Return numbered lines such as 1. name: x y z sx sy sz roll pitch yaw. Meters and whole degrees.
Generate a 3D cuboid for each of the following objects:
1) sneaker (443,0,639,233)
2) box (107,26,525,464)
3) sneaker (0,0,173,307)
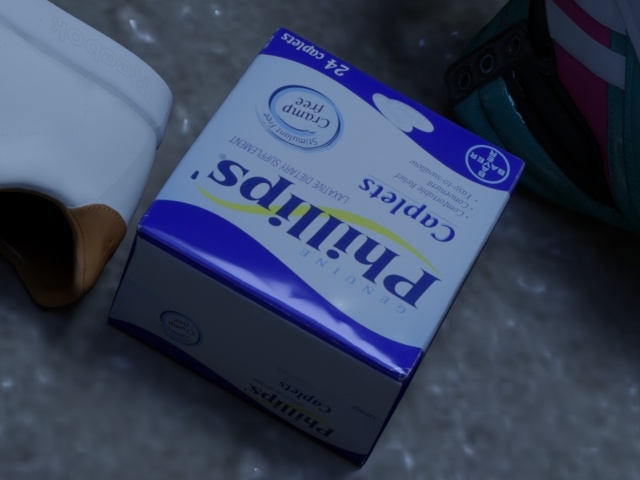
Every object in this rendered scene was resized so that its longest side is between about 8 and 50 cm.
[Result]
1. sneaker: 0.123 -0.132 0.889 0.123 0.178 0.296 -20 94 -30
2. box: 0.000 0.000 0.821 0.126 0.072 0.137 29 52 3
3. sneaker: -0.183 -0.063 0.731 0.290 0.106 0.123 28 63 -31
